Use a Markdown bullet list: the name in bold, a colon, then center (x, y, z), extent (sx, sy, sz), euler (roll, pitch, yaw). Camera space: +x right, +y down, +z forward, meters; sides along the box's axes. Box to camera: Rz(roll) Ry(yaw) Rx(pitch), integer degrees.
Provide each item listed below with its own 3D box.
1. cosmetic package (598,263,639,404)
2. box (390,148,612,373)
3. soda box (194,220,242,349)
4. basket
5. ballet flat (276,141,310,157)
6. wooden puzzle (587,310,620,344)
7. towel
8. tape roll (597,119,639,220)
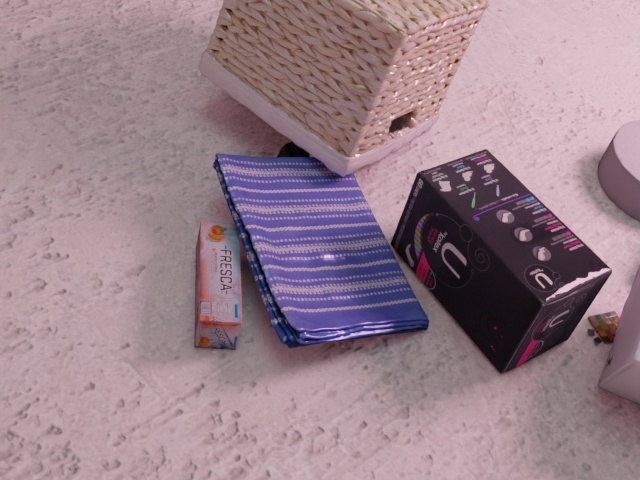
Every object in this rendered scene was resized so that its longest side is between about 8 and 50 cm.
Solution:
- **cosmetic package**: center (0.638, 0.174, 1.135), extent (0.453, 0.161, 0.230), euler (23, 71, 9)
- **box**: center (0.249, 0.024, 1.228), extent (0.143, 0.165, 0.270), euler (-20, 55, -29)
- **soda box**: center (-0.141, 0.059, 1.173), extent (0.058, 0.063, 0.183), euler (5, 47, -12)
- **basket**: center (0.040, -0.333, 1.399), extent (0.331, 0.266, 0.328), euler (37, 37, 17)
- **ballet flat**: center (-0.029, -0.085, 1.360), extent (0.057, 0.049, 0.173), euler (17, 44, -38)
- **wooden puzzle**: center (0.434, 0.130, 1.284), extent (0.083, 0.006, 0.049), euler (-8, 50, -20)
- **towel**: center (0.000, 0.000, 1.232), extent (0.243, 0.040, 0.336), euler (-3, 53, -32)
- **tape roll**: center (0.610, -0.117, 1.513), extent (0.219, 0.072, 0.219), euler (7, 47, -8)
